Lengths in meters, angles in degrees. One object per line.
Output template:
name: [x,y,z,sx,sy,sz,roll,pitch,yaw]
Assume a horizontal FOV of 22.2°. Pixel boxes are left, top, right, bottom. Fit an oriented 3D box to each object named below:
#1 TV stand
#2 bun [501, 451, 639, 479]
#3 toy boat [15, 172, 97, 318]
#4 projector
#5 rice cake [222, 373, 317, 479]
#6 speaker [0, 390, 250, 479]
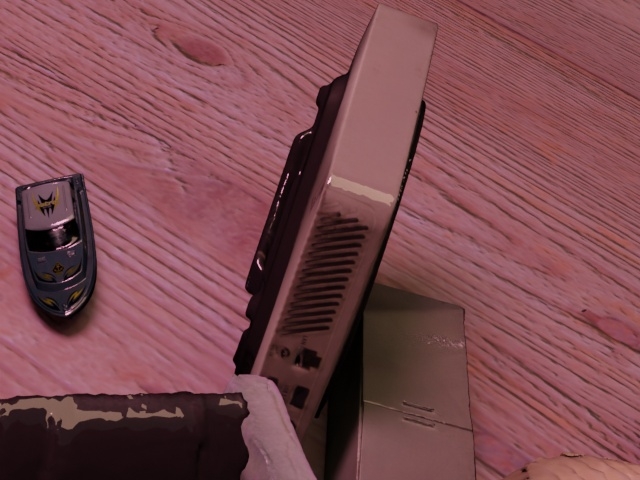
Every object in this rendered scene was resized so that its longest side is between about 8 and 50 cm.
TV stand: [0.051,0.145,1.083,0.083,0.088,0.269,14,35,-8]
bun: [0.186,0.280,0.865,0.360,0.211,0.359,21,25,-10]
toy boat: [-0.191,0.006,1.187,0.055,0.060,0.141,-12,46,-3]
projector: [0.000,0.000,1.107,0.079,0.257,0.259,18,34,-2]
rice cake: [-0.025,0.188,0.937,0.043,0.127,0.237,6,28,-27]
speaker: [-0.069,0.271,0.766,0.180,0.184,0.388,0,40,-26]
